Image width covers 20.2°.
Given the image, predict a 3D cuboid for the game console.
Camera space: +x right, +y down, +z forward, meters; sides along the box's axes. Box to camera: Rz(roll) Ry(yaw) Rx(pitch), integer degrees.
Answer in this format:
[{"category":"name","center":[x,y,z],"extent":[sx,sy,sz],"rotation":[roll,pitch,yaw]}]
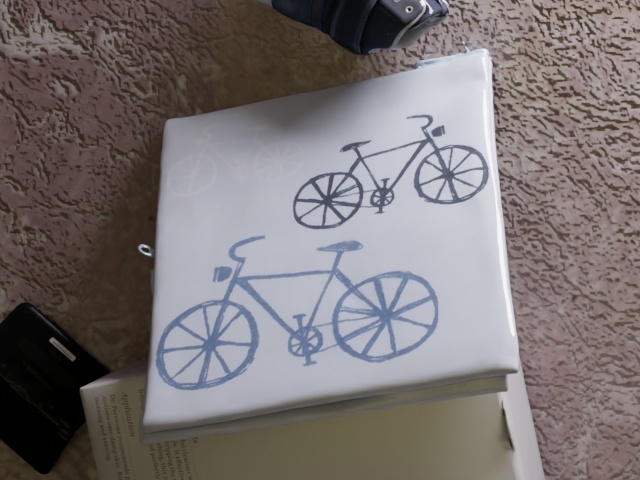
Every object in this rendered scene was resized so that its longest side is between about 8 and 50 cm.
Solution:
[{"category":"game console","center":[-0.270,0.139,1.694],"extent":[0.122,0.071,0.107],"rotation":[40,72,5]}]

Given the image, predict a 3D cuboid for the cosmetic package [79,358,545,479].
[{"category":"cosmetic package","center":[-0.002,0.177,1.565],"extent":[0.365,0.155,0.197],"rotation":[-10,93,13]}]

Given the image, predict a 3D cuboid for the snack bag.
[{"category":"snack bag","center":[0.000,0.000,1.520],"extent":[0.323,0.037,0.342],"rotation":[-12,54,14]}]

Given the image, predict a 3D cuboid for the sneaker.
[{"category":"sneaker","center":[0.058,-0.268,1.537],"extent":[0.163,0.086,0.226],"rotation":[34,111,18]}]
